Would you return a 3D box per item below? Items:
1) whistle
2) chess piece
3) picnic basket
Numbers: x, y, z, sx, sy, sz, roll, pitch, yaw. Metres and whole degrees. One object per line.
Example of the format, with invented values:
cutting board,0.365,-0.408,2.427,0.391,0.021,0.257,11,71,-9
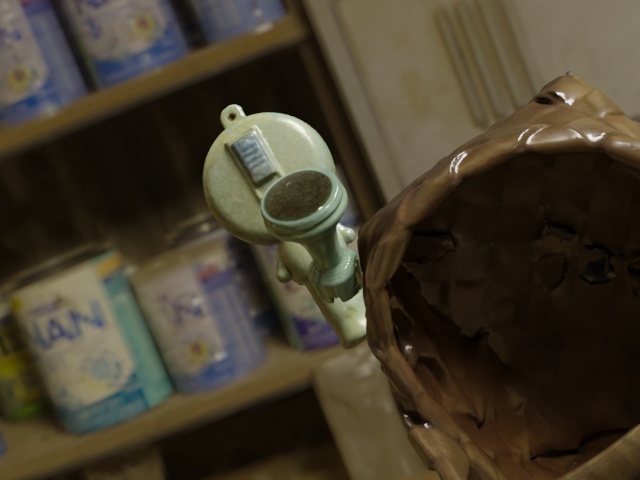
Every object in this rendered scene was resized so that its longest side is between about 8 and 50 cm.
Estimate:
whistle,-0.025,-0.017,1.635,0.126,0.258,0.067,-32,-9,8
chess piece,0.000,0.000,1.361,0.067,0.103,0.067,-14,42,13
picnic basket,0.190,0.083,1.254,0.293,0.337,0.337,-38,7,13
